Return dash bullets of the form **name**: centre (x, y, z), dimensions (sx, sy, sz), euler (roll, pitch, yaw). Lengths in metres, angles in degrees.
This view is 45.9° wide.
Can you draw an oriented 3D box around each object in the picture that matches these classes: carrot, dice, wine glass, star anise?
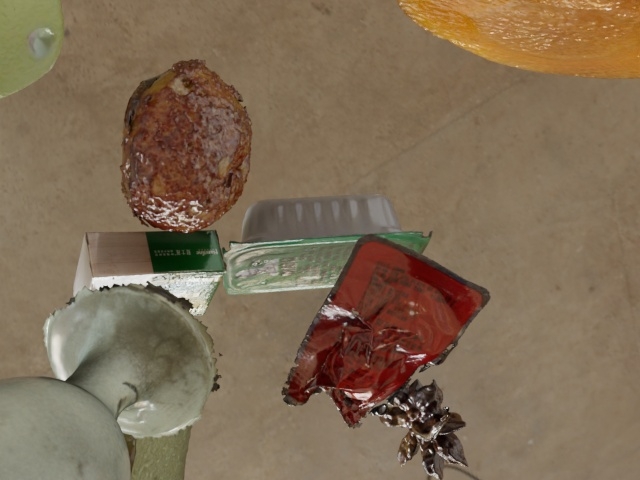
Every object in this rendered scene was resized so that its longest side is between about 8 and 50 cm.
- **carrot**: centre (0.220, -0.236, 0.690), dimensions (0.307, 0.258, 0.100), euler (10, 80, 9)
- **dice**: centre (-0.637, -0.413, 1.361), dimensions (0.254, 0.252, 0.249), euler (-47, 150, -36)
- **wine glass**: centre (-0.213, 0.170, 0.555), dimensions (0.191, 0.357, 0.190), euler (4, 113, 10)
- **star anise**: centre (0.143, 0.258, 1.061), dimensions (0.057, 0.168, 0.167), euler (-18, 130, -33)

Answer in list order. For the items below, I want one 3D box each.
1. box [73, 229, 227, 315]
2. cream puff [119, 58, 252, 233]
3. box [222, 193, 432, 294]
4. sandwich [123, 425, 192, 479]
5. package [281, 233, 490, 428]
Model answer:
- **box**: centre (-0.253, 0.053, 1.112), dimensions (0.199, 0.081, 0.135), euler (-1, 145, -26)
- **cream puff**: centre (-0.176, -0.124, 1.034), dimensions (0.164, 0.240, 0.240), euler (1, 130, 15)
- **box**: centre (0.000, 0.000, 1.276), dimensions (0.337, 0.106, 0.264), euler (-3, 159, -7)
- **sandwich**: centre (-0.225, 0.292, 0.882), dimensions (0.087, 0.251, 0.226), euler (8, 88, 5)
- **package**: centre (0.067, 0.131, 0.949), dimensions (0.194, 0.071, 0.269), euler (21, 122, -27)
